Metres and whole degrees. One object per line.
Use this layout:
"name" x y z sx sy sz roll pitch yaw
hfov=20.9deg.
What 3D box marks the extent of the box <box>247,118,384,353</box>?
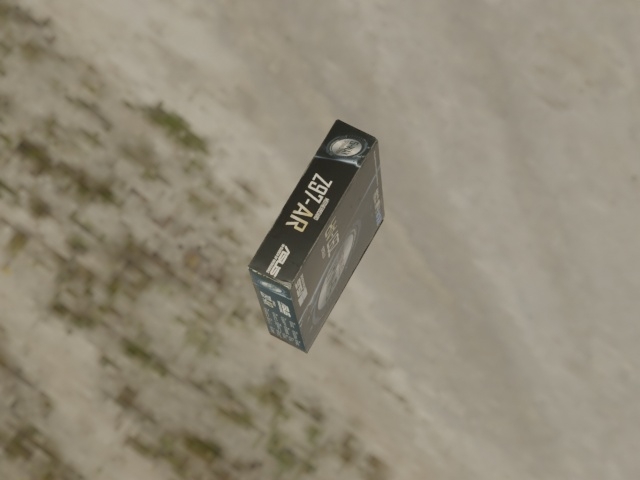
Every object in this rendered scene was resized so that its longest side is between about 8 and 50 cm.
"box" 0.000 0.000 0.663 0.018 0.067 0.083 27 163 13
